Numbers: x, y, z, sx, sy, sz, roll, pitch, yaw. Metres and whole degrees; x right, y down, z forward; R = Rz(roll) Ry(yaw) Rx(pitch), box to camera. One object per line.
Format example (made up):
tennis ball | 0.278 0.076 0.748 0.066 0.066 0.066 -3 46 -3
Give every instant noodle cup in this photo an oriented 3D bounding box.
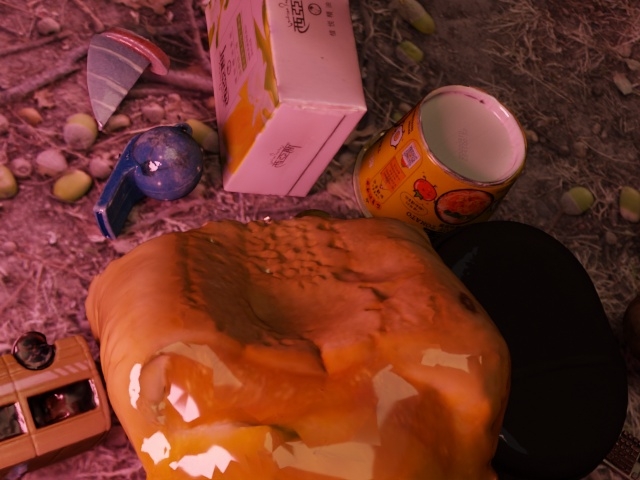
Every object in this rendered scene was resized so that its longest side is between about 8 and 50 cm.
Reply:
instant noodle cup | 0.148 -0.090 1.504 0.182 0.144 0.182 10 60 -18

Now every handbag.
handbag | 0.211 0.122 1.417 0.254 0.093 0.308 -10 73 -29

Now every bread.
bread | -0.023 0.148 1.162 0.361 0.250 0.394 -3 20 -11

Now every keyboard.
keyboard | 0.342 0.236 1.486 0.166 0.017 0.055 35 55 -2

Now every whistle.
whistle | -0.174 -0.069 1.390 0.090 0.090 0.158 27 56 -8

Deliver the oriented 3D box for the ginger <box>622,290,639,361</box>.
ginger | 0.491 0.066 1.560 0.245 0.155 0.304 37 54 -3

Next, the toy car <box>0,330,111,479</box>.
toy car | -0.325 0.171 1.183 0.257 0.101 0.124 -16 74 -31

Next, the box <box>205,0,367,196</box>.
box | -0.045 -0.206 1.454 0.111 0.194 0.260 1 62 -23

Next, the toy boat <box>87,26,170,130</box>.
toy boat | -0.235 -0.185 1.458 0.096 0.034 0.122 30 57 1

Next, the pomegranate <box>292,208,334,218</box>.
pomegranate | -0.004 -0.002 1.443 0.073 0.073 0.084 37 18 -1
